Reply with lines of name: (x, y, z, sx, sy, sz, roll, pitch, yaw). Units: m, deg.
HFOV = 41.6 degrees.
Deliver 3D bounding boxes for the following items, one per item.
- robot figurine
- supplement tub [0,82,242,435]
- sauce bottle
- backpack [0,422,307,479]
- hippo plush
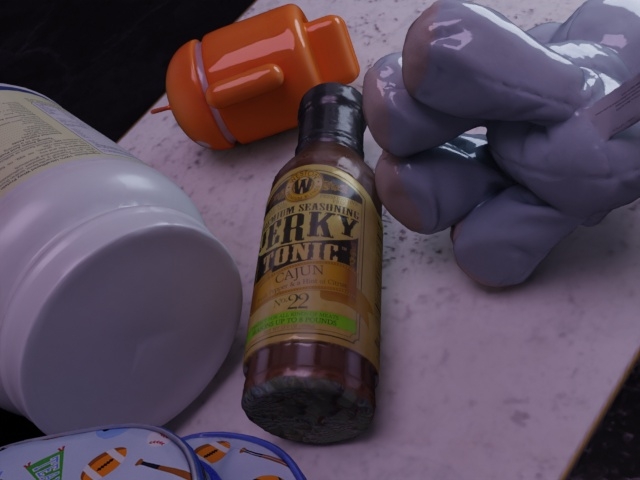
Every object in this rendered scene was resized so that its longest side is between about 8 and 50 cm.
robot figurine: (-0.070, -0.173, 0.906, 0.219, 0.128, 0.158, -18, 50, 9)
supplement tub: (-0.245, 0.012, 0.756, 0.235, 0.235, 0.325, -45, 49, -15)
sauce bottle: (0.000, 0.000, 0.743, 0.111, 0.111, 0.344, -10, 49, 16)
backpack: (-0.112, 0.240, 0.542, 0.263, 0.213, 0.276, -11, 46, 2)
hippo plush: (0.186, -0.132, 0.672, 0.294, 0.234, 0.236, -27, 22, 50)
